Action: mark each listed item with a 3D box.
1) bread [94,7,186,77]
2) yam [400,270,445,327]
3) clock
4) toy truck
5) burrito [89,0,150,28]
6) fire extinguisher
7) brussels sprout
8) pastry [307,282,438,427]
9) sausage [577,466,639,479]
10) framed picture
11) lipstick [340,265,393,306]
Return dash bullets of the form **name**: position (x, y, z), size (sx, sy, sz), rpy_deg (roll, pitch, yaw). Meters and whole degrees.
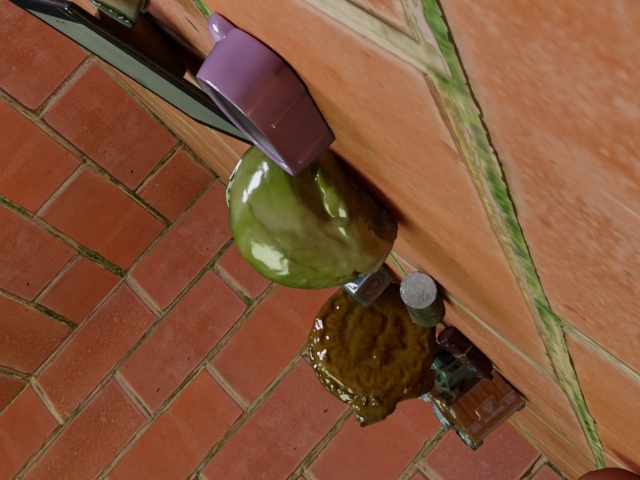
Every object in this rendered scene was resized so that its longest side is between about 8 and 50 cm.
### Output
- **bread**: position (-0.229, -0.255, 1.009), size (0.136, 0.054, 0.154), rpy_deg (40, 180, -22)
- **yam**: position (0.139, 0.081, 1.061), size (0.054, 0.054, 0.132), rpy_deg (41, 176, 22)
- **clock**: position (-0.054, -0.121, 0.675), size (0.110, 0.050, 0.153), rpy_deg (41, 177, 24)
- **toy truck**: position (0.265, 0.281, 1.561), size (0.184, 0.133, 0.338), rpy_deg (52, 174, 0)
- **burrito**: position (-0.267, -0.304, 0.671), size (0.309, 0.066, 0.096), rpy_deg (43, -178, -9)
- **fire extinguisher**: position (0.256, 0.198, 1.340), size (0.132, 0.039, 0.056), rpy_deg (43, -174, -17)
- **brussels sprout**: position (-0.017, -0.024, 0.822), size (0.183, 0.145, 0.131), rpy_deg (48, -157, -8)
- **pastry**: position (0.097, 0.191, 1.406), size (0.235, 0.240, 0.132), rpy_deg (58, 158, 12)
- **sausage**: position (0.424, 0.371, 1.008), size (0.113, 0.113, 0.259), rpy_deg (43, 175, -18)
- **framed picture**: position (-0.219, -0.211, 1.001), size (0.347, 0.016, 0.265), rpy_deg (30, 179, -41)
- **lipstick**: position (0.000, 0.000, 1.393), size (0.289, 0.077, 0.076), rpy_deg (41, 177, 36)
